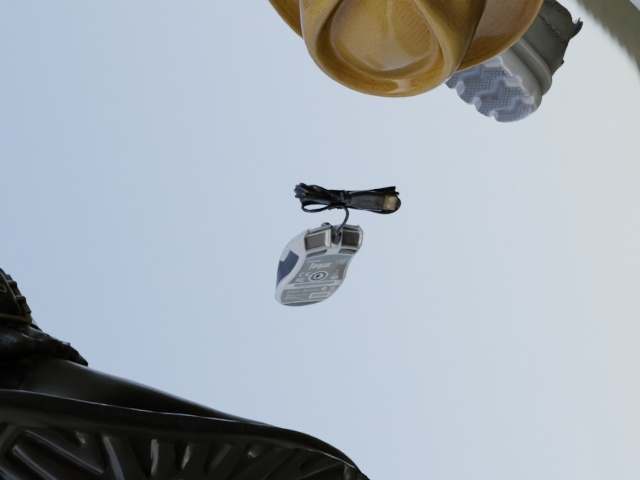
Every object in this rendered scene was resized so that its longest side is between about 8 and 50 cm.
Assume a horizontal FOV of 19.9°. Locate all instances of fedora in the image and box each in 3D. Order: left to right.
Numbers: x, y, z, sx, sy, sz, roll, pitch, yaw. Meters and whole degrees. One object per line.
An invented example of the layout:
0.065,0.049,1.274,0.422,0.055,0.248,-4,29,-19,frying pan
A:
0.040,-0.142,1.046,0.194,0.194,0.079,56,-145,-44,fedora

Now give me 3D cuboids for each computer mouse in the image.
0.000,0.000,1.708,0.193,0.106,0.042,122,137,-52,computer mouse

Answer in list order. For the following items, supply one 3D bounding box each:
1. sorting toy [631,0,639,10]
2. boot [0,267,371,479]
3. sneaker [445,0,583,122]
0.176,-0.237,0.723,0.257,0.255,0.089,56,177,44,sorting toy
-0.144,0.090,0.965,0.348,0.131,0.260,24,-171,-41,boot
0.084,-0.222,1.387,0.281,0.105,0.115,48,-120,-12,sneaker
